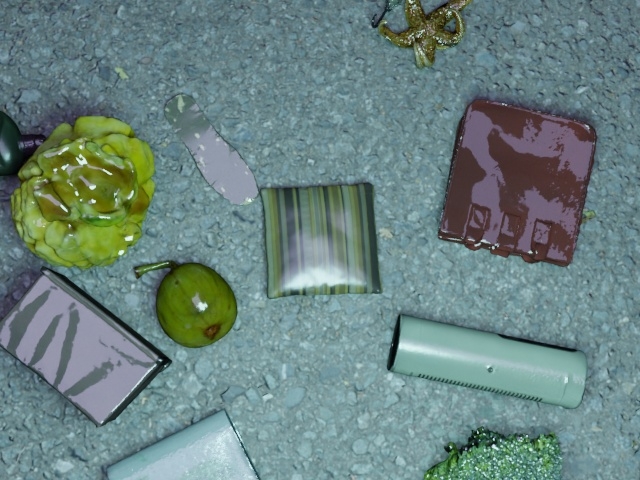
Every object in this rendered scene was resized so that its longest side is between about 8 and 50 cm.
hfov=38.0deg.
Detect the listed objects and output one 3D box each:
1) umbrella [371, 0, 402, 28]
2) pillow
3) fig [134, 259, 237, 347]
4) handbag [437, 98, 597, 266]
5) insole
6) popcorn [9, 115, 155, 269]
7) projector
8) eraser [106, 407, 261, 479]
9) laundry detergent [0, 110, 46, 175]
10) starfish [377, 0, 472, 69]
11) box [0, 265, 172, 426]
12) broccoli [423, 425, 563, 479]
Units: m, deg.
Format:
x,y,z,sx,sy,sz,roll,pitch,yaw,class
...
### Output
x,y,z,sx,sy,sz,roll,pitch,yaw,class
0.165,-0.506,1.794,0.044,0.044,0.269,24,70,28,umbrella
0.000,0.000,1.688,0.212,0.052,0.208,-3,78,-5,pillow
-0.226,0.102,1.638,0.148,0.186,0.142,-37,128,12,fig
0.358,-0.104,1.705,0.260,0.084,0.275,11,81,-1,handbag
-0.204,-0.166,1.728,0.081,0.011,0.248,-36,84,-8,insole
-0.406,-0.083,1.599,0.224,0.270,0.258,29,125,6,popcorn
0.291,0.213,1.636,0.337,0.108,0.108,11,80,-1,projector
-0.226,0.415,1.595,0.227,0.081,0.174,-26,83,-7,eraser
-0.607,-0.176,1.680,0.222,0.078,0.144,-10,77,-3,laundry detergent
0.206,-0.420,1.755,0.190,0.074,0.146,-41,86,-8,starfish
-0.402,0.183,1.575,0.252,0.188,0.153,39,81,2,box
0.297,0.405,1.572,0.198,0.176,0.226,41,71,-13,broccoli
